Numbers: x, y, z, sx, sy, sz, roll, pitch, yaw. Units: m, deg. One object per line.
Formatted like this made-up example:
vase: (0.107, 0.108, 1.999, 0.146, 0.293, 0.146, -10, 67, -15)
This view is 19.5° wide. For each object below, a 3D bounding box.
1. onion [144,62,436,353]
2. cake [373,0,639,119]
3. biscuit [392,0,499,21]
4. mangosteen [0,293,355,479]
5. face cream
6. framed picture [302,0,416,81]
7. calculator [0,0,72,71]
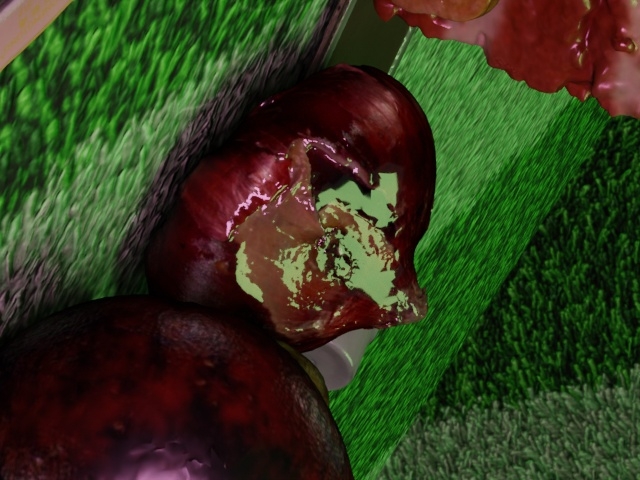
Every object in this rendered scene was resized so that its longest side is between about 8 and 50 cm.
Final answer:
onion: (0.000, 0.000, 1.442, 0.272, 0.195, 0.272, -46, 161, -21)
cake: (0.230, -0.274, 1.366, 0.270, 0.319, 0.269, -46, 156, -47)
biscuit: (0.140, -0.270, 1.205, 0.295, 0.186, 0.044, -34, 178, 25)
mangosteen: (-0.113, 0.171, 1.259, 0.311, 0.311, 0.311, -53, 166, -19)
face cream: (0.037, 0.031, 1.949, 0.154, 0.096, 0.274, 101, 11, -50)
framed picture: (0.047, -0.191, 1.590, 0.296, 0.019, 0.232, -64, 166, 23)
calculator: (-0.152, -0.171, 0.888, 0.157, 0.033, 0.236, -49, 162, -30)
